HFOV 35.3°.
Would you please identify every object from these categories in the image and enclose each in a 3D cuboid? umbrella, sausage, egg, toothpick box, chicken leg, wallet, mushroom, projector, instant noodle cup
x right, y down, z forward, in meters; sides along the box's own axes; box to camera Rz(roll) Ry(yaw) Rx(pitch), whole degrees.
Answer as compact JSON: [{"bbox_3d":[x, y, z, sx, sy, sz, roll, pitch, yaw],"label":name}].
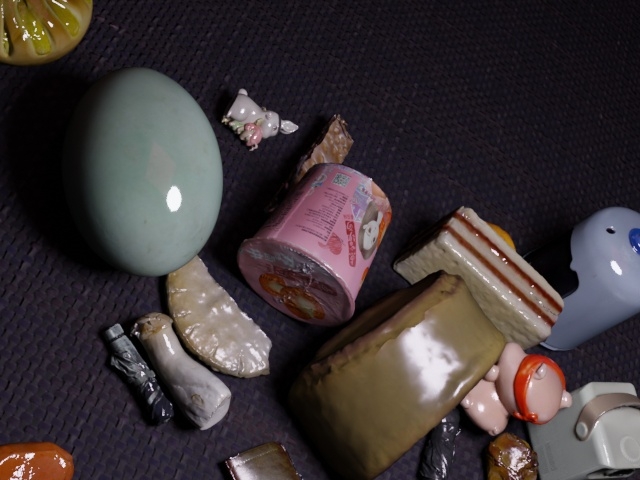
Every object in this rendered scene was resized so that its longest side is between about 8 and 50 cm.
[{"bbox_3d":[0.227,0.405,1.937,0.066,0.059,0.236,16,55,6],"label":"umbrella"},{"bbox_3d":[-0.450,0.349,1.526,0.179,0.089,0.089,4,62,-41],"label":"sausage"},{"bbox_3d":[-0.309,-0.123,1.754,0.276,0.276,0.389,1,63,-32],"label":"egg"},{"bbox_3d":[0.603,0.076,2.160,0.263,0.354,0.263,15,57,-24],"label":"toothpick box"},{"bbox_3d":[0.365,0.498,1.961,0.107,0.087,0.252,12,63,-2],"label":"chicken leg"},{"bbox_3d":[-0.065,0.475,1.729,0.137,0.031,0.255,-13,72,-37],"label":"wallet"},{"bbox_3d":[-0.242,0.219,1.728,0.081,0.092,0.223,-32,76,-27],"label":"mushroom"},{"bbox_3d":[0.545,0.395,2.020,0.163,0.242,0.177,5,60,-32],"label":"projector"},{"bbox_3d":[0.000,0.000,1.886,0.243,0.243,0.231,37,57,-9],"label":"instant noodle cup"},{"bbox_3d":[-0.310,0.227,1.704,0.188,0.046,0.050,58,31,9],"label":"umbrella"}]

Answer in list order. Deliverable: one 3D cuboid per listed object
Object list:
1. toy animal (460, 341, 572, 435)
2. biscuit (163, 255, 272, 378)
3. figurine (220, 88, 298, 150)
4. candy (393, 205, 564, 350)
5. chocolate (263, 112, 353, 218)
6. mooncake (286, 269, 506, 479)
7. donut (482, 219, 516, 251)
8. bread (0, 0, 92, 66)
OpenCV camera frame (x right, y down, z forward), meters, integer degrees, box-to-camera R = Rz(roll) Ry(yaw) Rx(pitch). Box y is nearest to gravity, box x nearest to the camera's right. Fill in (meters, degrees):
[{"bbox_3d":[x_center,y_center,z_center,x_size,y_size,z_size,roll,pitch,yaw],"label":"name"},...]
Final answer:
[{"bbox_3d":[0.380,0.294,1.974,0.171,0.197,0.171,53,22,-33],"label":"toy animal"},{"bbox_3d":[-0.201,0.145,1.825,0.290,0.038,0.141,51,50,3],"label":"biscuit"},{"bbox_3d":[-0.131,-0.234,2.076,0.146,0.081,0.098,33,95,-18],"label":"figurine"},{"bbox_3d":[0.331,0.090,2.098,0.320,0.179,0.135,42,51,-4],"label":"candy"},{"bbox_3d":[-0.023,-0.133,2.083,0.102,0.065,0.329,51,48,-24],"label":"chocolate"},{"bbox_3d":[0.143,0.235,1.871,0.246,0.393,0.394,52,10,3],"label":"mooncake"},{"bbox_3d":[0.359,0.025,2.231,0.151,0.058,0.152,15,57,-24],"label":"donut"},{"bbox_3d":[-0.581,-0.477,1.861,0.333,0.160,0.333,14,59,-24],"label":"bread"}]
